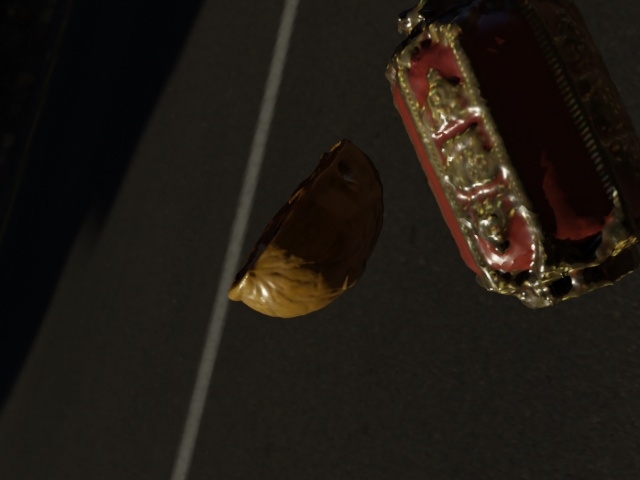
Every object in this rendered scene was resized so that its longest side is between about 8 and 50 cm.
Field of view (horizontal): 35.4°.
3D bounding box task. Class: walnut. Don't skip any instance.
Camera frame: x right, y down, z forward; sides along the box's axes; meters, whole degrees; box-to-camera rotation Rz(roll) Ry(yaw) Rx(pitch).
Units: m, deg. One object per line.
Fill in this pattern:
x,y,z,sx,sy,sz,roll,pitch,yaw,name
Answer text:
0.000,0.000,0.517,0.091,0.052,0.121,-46,8,38,walnut

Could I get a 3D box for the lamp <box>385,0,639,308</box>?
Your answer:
0.165,-0.084,0.829,0.177,0.177,0.274,-27,85,48,lamp
